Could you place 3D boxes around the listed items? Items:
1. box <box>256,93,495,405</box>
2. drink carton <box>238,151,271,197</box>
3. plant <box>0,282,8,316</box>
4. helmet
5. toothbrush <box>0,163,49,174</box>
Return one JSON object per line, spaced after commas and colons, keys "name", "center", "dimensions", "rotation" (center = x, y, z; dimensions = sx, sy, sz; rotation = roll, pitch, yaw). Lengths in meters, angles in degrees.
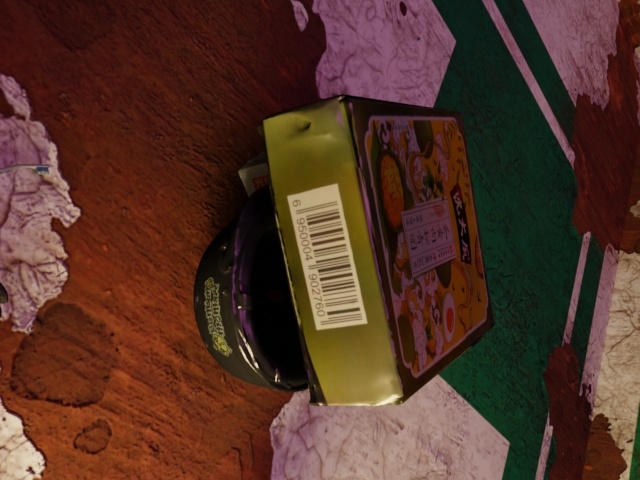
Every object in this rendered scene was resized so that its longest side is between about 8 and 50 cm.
{"name": "box", "center": [0.106, -0.003, 0.991], "dimensions": [0.420, 0.138, 0.372], "rotation": [-13, 93, -59]}
{"name": "drink carton", "center": [0.000, 0.000, 1.076], "dimensions": [0.106, 0.131, 0.315], "rotation": [-47, 121, -52]}
{"name": "plant", "center": [-0.363, 0.035, 0.701], "dimensions": [0.085, 0.087, 0.174], "rotation": [-39, 124, -71]}
{"name": "helmet", "center": [-0.086, 0.073, 0.953], "dimensions": [0.230, 0.160, 0.278], "rotation": [-17, 94, -51]}
{"name": "toothbrush", "center": [-0.361, -0.078, 0.757], "dimensions": [0.131, 0.011, 0.013], "rotation": [-8, 72, -49]}
